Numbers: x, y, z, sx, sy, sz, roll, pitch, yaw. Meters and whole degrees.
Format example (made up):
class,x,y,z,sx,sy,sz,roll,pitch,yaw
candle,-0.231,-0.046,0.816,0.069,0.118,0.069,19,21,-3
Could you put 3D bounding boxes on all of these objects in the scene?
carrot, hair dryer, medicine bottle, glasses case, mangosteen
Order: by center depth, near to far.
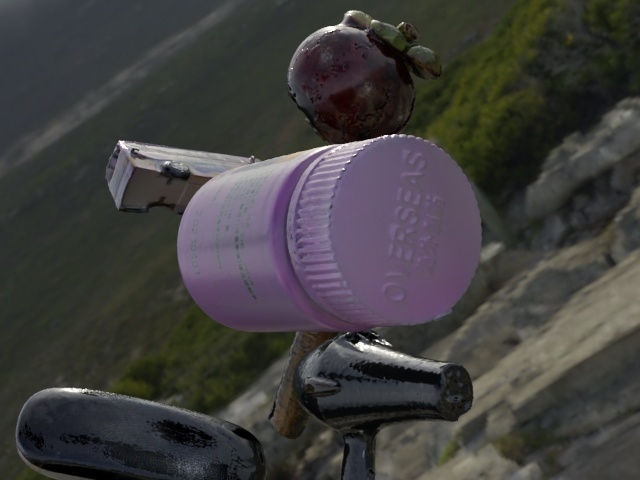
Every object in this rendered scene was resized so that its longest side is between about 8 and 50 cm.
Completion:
class,x,y,z,sx,sy,sz,roll,pitch,yaw
medicine bottle,0.000,0.000,1.146,0.178,0.178,0.291,-41,17,-29
hair dryer,0.066,0.275,1.276,0.120,0.359,0.304,0,-1,-31
glasses case,-0.218,0.258,1.474,0.122,0.315,0.075,-89,18,-45
mangosteen,0.051,-0.202,1.477,0.180,0.166,0.166,-45,13,-2
carrot,-0.009,0.154,1.681,0.070,0.070,0.260,-105,33,-77

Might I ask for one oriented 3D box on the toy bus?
class,x,y,z,sx,sy,sz,roll,pitch,yaw
toy bus,-0.188,-0.089,1.845,0.112,0.274,0.090,54,128,46
